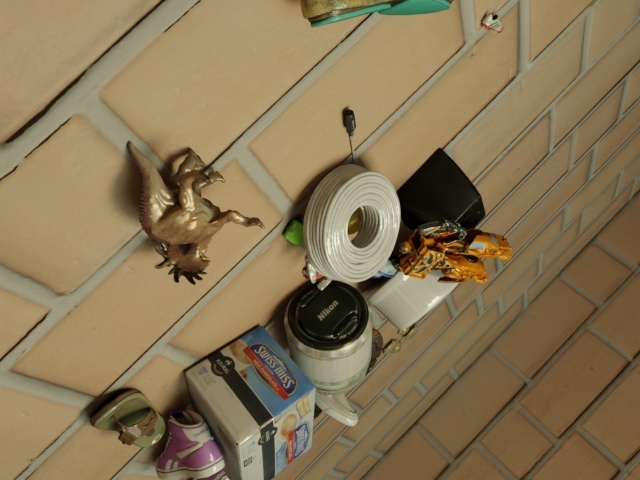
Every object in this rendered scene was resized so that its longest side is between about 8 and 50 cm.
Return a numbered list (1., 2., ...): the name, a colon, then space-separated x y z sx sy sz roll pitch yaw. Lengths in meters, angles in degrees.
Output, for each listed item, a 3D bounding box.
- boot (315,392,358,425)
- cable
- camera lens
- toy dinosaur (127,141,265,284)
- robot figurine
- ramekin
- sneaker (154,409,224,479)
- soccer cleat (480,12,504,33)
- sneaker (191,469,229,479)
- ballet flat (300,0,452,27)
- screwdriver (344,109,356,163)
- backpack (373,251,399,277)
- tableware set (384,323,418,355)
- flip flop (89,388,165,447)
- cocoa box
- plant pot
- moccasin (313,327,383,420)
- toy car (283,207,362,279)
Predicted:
1. boot: 0.026 0.394 1.684 0.123 0.258 0.095 -56 160 9
2. cable: 0.072 -0.036 1.322 0.257 0.089 0.257 -32 123 -32
3. camera lens: 0.024 0.251 1.549 0.219 0.219 0.274 -34 148 -21
4. toy dinosaur: -0.236 -0.029 0.996 0.200 0.127 0.295 -42 145 4
5. robot figurine: 0.325 0.037 1.503 0.290 0.085 0.211 5 138 -26
6. ramekin: 0.275 0.129 1.713 0.277 0.135 0.277 -40 173 -6
7. sneaker: -0.343 0.497 1.486 0.282 0.161 0.102 -26 177 44
8. soccer cleat: 0.391 -0.486 1.340 0.083 0.029 0.036 -6 135 -43
9. sneaker: -0.299 0.728 1.838 0.305 0.114 0.152 -24 157 -27
10. ballet flat: 0.103 -0.424 0.981 0.348 0.123 0.123 -23 142 -39
11. screwdriver: 0.065 -0.210 1.258 0.170 0.024 0.025 81 28 -56
12. backpack: 0.152 0.051 1.580 0.105 0.114 0.084 8 119 -56
13. tableware set: 0.300 0.369 2.238 0.169 0.020 0.141 -48 151 2
14. flip flop: -0.408 0.413 1.327 0.112 0.080 0.277 -38 149 -15
15. cocoa box: -0.168 0.433 1.504 0.227 0.231 0.347 -29 146 -27
16. plant pot: 0.326 -0.092 1.583 0.188 0.167 0.187 -45 149 -2
17. moccasin: 0.032 0.397 1.821 0.380 0.147 0.139 -46 143 11
18. toy car: 0.000 0.000 1.388 0.239 0.053 0.225 -56 149 14
